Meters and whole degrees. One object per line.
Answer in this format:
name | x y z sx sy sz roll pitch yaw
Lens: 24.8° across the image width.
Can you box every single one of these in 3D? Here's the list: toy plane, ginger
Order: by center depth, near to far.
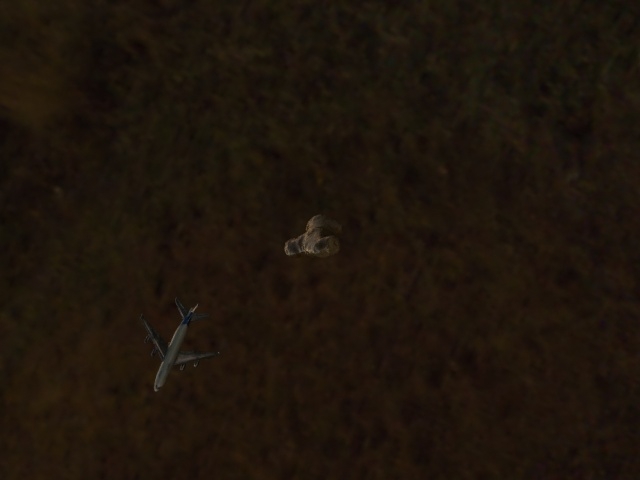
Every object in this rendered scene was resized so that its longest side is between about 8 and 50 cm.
toy plane | -0.127 0.093 1.270 0.084 0.077 0.024 -65 15 -10
ginger | 0.000 0.000 1.375 0.048 0.030 0.097 -49 19 -19
